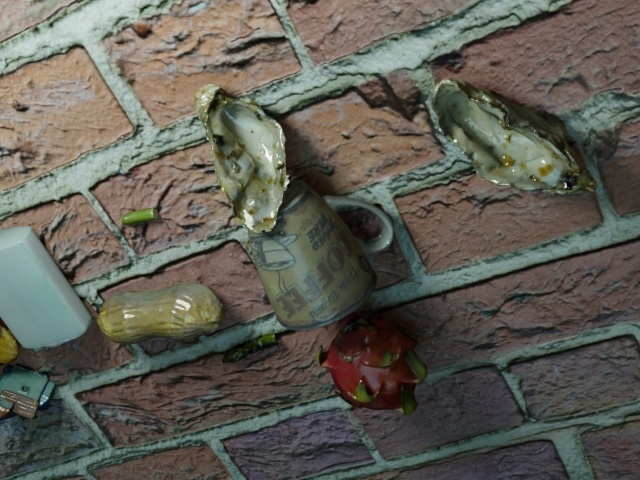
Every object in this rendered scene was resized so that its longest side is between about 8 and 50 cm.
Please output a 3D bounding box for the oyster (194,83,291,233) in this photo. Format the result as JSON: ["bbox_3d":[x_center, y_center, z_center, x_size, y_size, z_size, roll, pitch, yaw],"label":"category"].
[{"bbox_3d":[-0.149,-0.153,1.763,0.166,0.294,0.094,-4,172,-16],"label":"oyster"}]

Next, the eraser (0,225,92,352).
[{"bbox_3d":[-0.670,0.114,2.105,0.189,0.104,0.290,-10,124,22],"label":"eraser"}]

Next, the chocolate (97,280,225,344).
[{"bbox_3d":[-0.359,0.163,2.081,0.309,0.134,0.134,-6,126,18],"label":"chocolate"}]

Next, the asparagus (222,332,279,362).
[{"bbox_3d":[-0.168,0.258,2.180,0.165,0.030,0.036,-27,129,26],"label":"asparagus"}]

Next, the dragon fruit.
[{"bbox_3d":[0.117,0.268,2.030,0.224,0.224,0.227,-25,138,25],"label":"dragon fruit"}]

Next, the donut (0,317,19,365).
[{"bbox_3d":[-0.808,0.233,2.236,0.184,0.073,0.166,-32,117,29],"label":"donut"}]

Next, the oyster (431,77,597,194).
[{"bbox_3d":[0.357,-0.188,1.711,0.341,0.110,0.166,17,122,-1],"label":"oyster"}]

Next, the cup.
[{"bbox_3d":[0.000,0.000,1.863,0.301,0.227,0.257,-28,118,-6],"label":"cup"}]

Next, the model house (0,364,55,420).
[{"bbox_3d":[-0.761,0.409,2.316,0.148,0.149,0.119,22,128,-5],"label":"model house"}]

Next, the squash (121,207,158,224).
[{"bbox_3d":[-0.391,-0.051,1.983,0.083,0.027,0.027,-10,125,17],"label":"squash"}]
